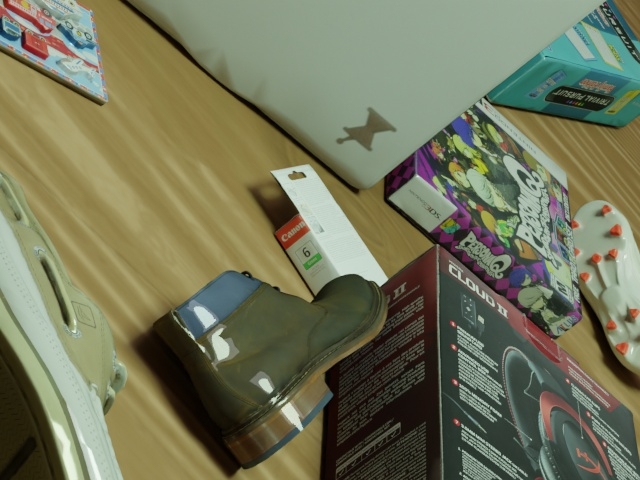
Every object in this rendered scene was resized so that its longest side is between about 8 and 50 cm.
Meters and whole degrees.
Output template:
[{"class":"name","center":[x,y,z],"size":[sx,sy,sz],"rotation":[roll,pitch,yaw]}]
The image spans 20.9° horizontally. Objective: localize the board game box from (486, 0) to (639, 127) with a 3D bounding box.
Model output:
[{"class":"board game box","center":[0.227,-0.257,1.898],"size":[0.336,0.079,0.254],"rotation":[3,53,-57]}]

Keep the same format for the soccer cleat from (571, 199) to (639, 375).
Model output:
[{"class":"soccer cleat","center":[0.280,0.049,1.626],"size":[0.076,0.068,0.196],"rotation":[45,24,-47]}]

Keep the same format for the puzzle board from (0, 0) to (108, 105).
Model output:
[{"class":"puzzle board","center":[-0.196,-0.152,1.168],"size":[0.128,0.011,0.096],"rotation":[29,35,-39]}]

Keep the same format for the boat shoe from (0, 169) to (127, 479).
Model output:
[{"class":"boat shoe","center":[-0.147,0.067,0.857],"size":[0.103,0.113,0.302],"rotation":[3,52,-50]}]

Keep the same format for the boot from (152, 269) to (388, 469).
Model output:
[{"class":"boot","center":[-0.027,0.046,1.110],"size":[0.106,0.082,0.219],"rotation":[51,28,-7]}]

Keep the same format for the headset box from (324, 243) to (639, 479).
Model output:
[{"class":"headset box","center":[0.114,0.159,1.161],"size":[0.218,0.110,0.293],"rotation":[40,29,-24]}]

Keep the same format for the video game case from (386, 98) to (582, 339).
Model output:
[{"class":"video game case","center":[0.145,-0.049,1.548],"size":[0.210,0.042,0.232],"rotation":[39,29,-21]}]

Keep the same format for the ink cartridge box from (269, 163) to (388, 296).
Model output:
[{"class":"ink cartridge box","center":[0.000,0.000,1.271],"size":[0.115,0.029,0.063],"rotation":[56,27,11]}]

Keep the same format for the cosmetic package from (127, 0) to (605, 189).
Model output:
[{"class":"cosmetic package","center":[0.035,-0.328,1.404],"size":[0.329,0.327,0.394],"rotation":[38,30,-26]}]
